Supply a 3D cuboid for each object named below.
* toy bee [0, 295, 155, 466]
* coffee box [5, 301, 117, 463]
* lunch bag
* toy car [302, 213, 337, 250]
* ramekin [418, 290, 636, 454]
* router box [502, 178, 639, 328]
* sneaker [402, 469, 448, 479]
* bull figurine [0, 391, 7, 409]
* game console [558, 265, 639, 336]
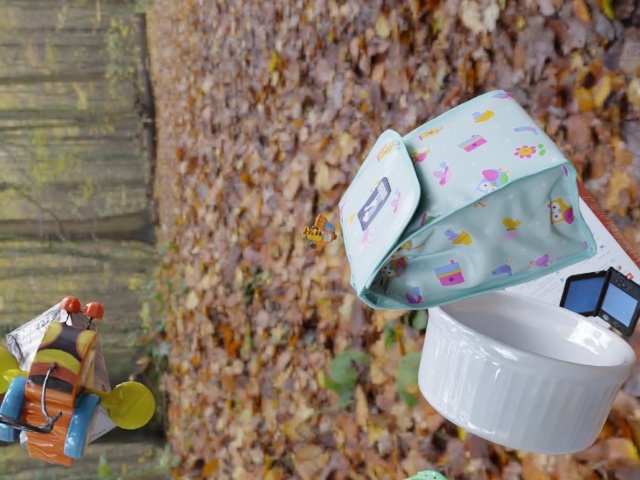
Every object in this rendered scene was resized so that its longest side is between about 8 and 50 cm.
[{"bbox_3d":[-0.271,0.154,0.891,0.298,0.195,0.162,-25,45,55],"label":"toy bee"},{"bbox_3d":[-0.462,0.246,1.442,0.246,0.141,0.098,60,-178,42],"label":"coffee box"},{"bbox_3d":[0.146,-0.039,0.947,0.223,0.262,0.160,-101,-13,-58],"label":"lunch bag"},{"bbox_3d":[0.000,0.000,1.260,0.122,0.041,0.060,-58,-22,-71],"label":"toy car"},{"bbox_3d":[0.266,0.171,1.097,0.277,0.277,0.135,-129,51,-69],"label":"ramekin"},{"bbox_3d":[0.413,0.072,1.541,0.335,0.082,0.301,-42,70,27],"label":"router box"},{"bbox_3d":[0.088,0.316,0.884,0.123,0.296,0.109,-60,-26,-55],"label":"sneaker"},{"bbox_3d":[-0.674,0.325,1.443,0.310,0.101,0.188,-57,-43,-35],"label":"bull figurine"},{"bbox_3d":[0.452,0.107,1.310,0.107,0.071,0.122,40,152,32],"label":"game console"}]
